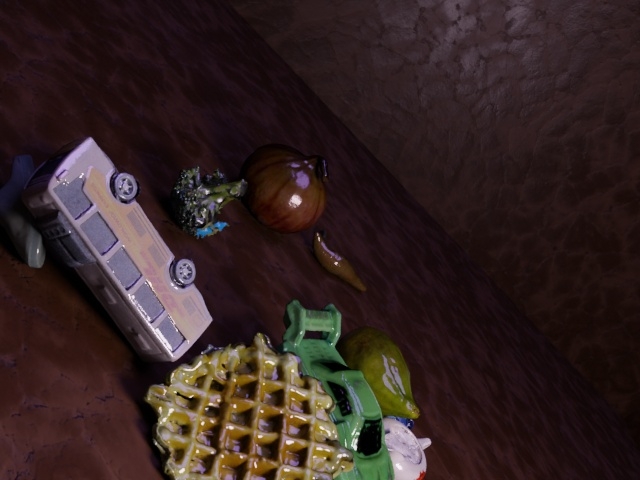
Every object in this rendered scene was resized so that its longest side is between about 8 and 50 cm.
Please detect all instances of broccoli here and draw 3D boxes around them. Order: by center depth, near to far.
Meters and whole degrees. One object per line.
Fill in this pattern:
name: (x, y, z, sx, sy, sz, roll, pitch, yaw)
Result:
broccoli: (-0.224, -0.084, 1.660, 0.167, 0.160, 0.154, 27, 54, -72)

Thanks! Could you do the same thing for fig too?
fig: (0.106, 0.289, 1.689, 0.167, 0.167, 0.233, 35, 31, -38)
fig: (-0.085, -0.131, 2.022, 0.235, 0.214, 0.235, 28, 4, -2)

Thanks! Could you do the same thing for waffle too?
waffle: (-0.105, 0.287, 1.225, 0.317, 0.073, 0.297, -23, 68, -43)

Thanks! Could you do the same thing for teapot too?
teapot: (0.150, 0.418, 1.624, 0.226, 0.092, 0.145, 11, 44, -58)

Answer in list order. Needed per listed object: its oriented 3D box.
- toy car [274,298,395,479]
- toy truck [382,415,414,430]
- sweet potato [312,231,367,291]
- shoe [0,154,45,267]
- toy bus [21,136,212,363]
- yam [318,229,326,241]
toy car: (0.013, 0.296, 1.421, 0.213, 0.176, 0.358, 17, 37, -57)
toy truck: (0.167, 0.413, 1.740, 0.136, 0.063, 0.074, 50, 38, -3)
sweet potato: (0.053, 0.073, 2.159, 0.249, 0.059, 0.069, 43, 6, -32)
shoe: (-0.450, -0.042, 1.209, 0.078, 0.079, 0.195, -5, 59, -16)
toy bus: (-0.295, 0.020, 1.213, 0.342, 0.097, 0.138, 59, 45, -22)
yam: (0.000, 0.000, 2.230, 0.027, 0.033, 0.129, 20, 17, -2)
